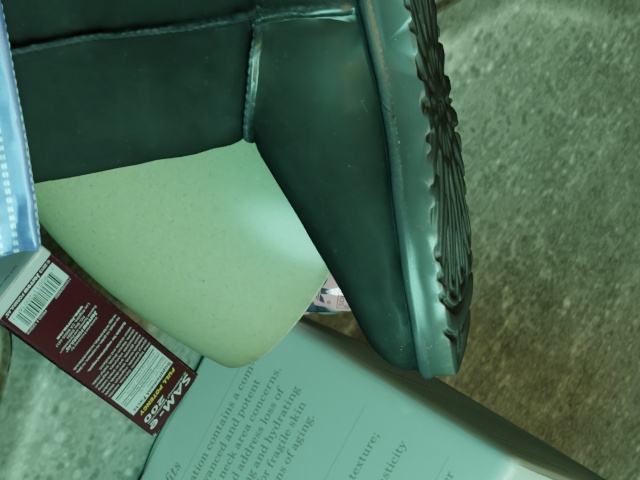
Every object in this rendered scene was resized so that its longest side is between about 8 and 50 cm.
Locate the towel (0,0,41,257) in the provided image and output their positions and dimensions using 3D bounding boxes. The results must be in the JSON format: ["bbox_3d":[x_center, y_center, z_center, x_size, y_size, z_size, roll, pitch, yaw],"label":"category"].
[{"bbox_3d":[-0.369,-0.078,1.307,0.336,0.040,0.243,-9,111,-5],"label":"towel"}]

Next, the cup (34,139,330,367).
[{"bbox_3d":[-0.120,-0.089,1.584,0.237,0.331,0.331,22,96,-21],"label":"cup"}]

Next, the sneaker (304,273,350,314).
[{"bbox_3d":[-0.035,0.022,1.813,0.319,0.131,0.112,-10,120,-30],"label":"sneaker"}]

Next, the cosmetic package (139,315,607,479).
[{"bbox_3d":[0.063,0.301,1.872,0.327,0.393,0.329,26,93,-47],"label":"cosmetic package"}]

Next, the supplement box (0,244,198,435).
[{"bbox_3d":[-0.223,0.066,1.670,0.073,0.130,0.239,-53,138,-8],"label":"supplement box"}]

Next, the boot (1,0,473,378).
[{"bbox_3d":[-0.131,-0.065,1.381,0.146,0.445,0.367,-36,119,-75],"label":"boot"}]
